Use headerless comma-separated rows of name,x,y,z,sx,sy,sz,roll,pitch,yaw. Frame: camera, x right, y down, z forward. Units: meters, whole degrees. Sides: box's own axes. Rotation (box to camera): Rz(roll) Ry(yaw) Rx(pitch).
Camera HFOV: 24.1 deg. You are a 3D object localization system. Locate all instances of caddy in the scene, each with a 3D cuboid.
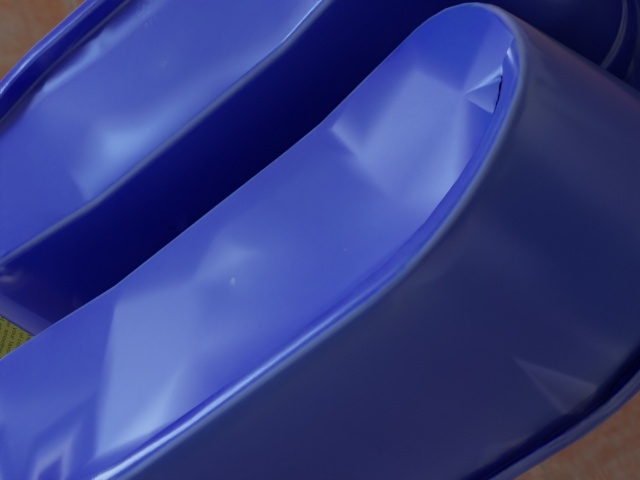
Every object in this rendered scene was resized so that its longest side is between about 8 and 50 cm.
caddy,0.000,0.000,0.613,0.341,0.179,0.241,-37,51,21

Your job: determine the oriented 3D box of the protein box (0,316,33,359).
protein box,-0.251,0.118,1.102,0.201,0.136,0.199,17,87,-14
